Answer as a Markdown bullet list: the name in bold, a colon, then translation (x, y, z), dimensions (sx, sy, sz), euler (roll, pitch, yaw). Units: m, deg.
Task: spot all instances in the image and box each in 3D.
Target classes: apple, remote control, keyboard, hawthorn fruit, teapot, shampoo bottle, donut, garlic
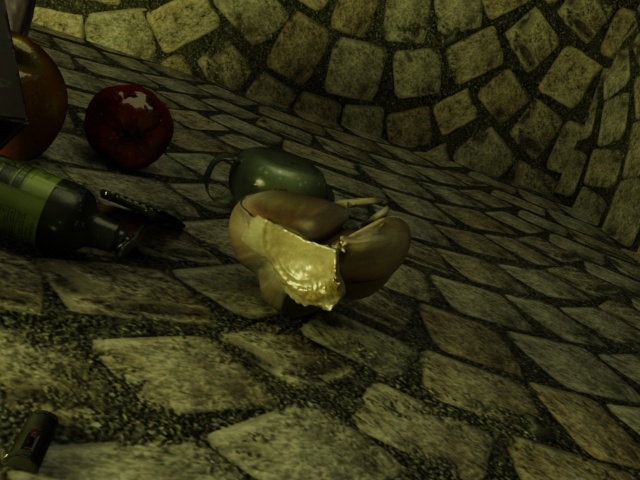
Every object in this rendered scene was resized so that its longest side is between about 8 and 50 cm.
- **apple**: translation (-0.545, -0.238, 1.574), dimensions (0.237, 0.207, 0.237), euler (19, 34, -14)
- **remote control**: translation (-0.256, 0.176, 0.836), dimensions (0.034, 0.016, 0.091), euler (14, 16, -8)
- **keyboard**: translation (-0.269, -0.048, 1.438), dimensions (0.106, 0.016, 0.262), euler (21, -2, 0)
- **hawthorn fruit**: translation (-0.363, -0.223, 1.792), dimensions (0.173, 0.173, 0.179), euler (24, 16, 9)
- **teapot**: translation (-0.085, -0.097, 1.794), dimensions (0.294, 0.129, 0.193), euler (11, 18, -26)
- **shampoo bottle**: translation (-0.383, -0.045, 1.260), dimensions (0.284, 0.101, 0.101), euler (21, 15, 0)
- **donut**: translation (-0.308, -0.022, 1.392), dimensions (0.108, 0.043, 0.097), euler (26, 15, 26)
- **garlic**: translation (0.000, 0.000, 1.347), dimensions (0.210, 0.237, 0.292), euler (64, 21, -3)

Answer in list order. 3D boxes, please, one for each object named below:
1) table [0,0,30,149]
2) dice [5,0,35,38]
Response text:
- **table**: translation (-0.591, -0.240, 1.282), dimensions (0.282, 0.196, 0.250), euler (0, 69, -47)
- **dice**: translation (-0.698, -0.404, 1.749), dimensions (0.271, 0.270, 0.270), euler (16, 16, -15)
